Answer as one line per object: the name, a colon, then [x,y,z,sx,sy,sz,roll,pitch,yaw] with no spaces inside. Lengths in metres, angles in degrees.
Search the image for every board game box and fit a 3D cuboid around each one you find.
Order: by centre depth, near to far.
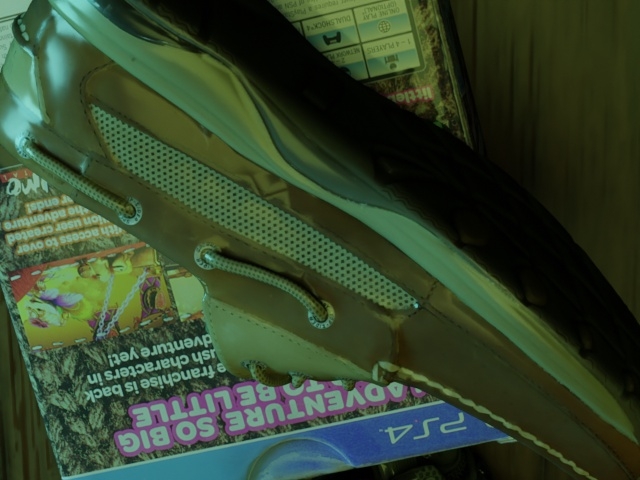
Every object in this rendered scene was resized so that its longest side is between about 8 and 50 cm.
board game box: [-0.037,-0.037,0.881,0.232,0.141,0.291,-12,104,9]

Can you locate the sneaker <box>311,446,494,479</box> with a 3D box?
sneaker: [0.093,0.159,0.952,0.227,0.087,0.130,8,113,9]

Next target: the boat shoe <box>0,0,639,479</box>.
boat shoe: [0.000,0.000,0.761,0.324,0.122,0.120,39,111,3]
